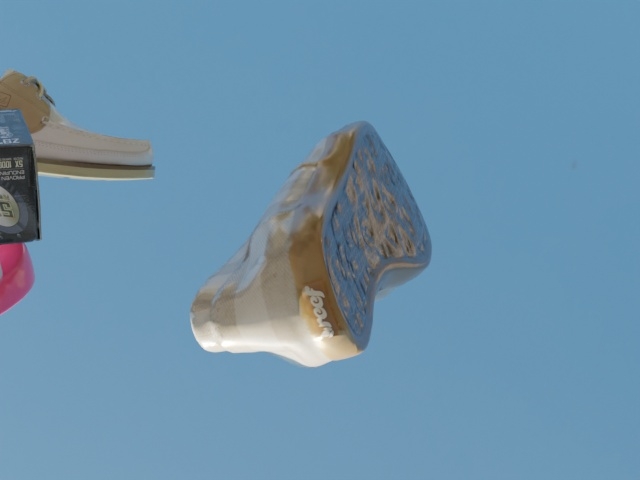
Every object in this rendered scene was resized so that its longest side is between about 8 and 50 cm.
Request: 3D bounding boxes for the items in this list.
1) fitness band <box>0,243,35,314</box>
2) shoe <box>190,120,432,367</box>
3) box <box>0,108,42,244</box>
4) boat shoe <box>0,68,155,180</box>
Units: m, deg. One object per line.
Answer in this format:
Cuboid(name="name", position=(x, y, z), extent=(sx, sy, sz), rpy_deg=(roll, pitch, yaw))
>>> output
Cuboid(name="fitness band", position=(-0.356, 0.047, 1.123), extent=(0.209, 0.054, 0.291), rpy_deg=(7, -156, 45))
Cuboid(name="shoe", position=(0.000, 0.000, 0.631), extent=(0.058, 0.219, 0.076), rpy_deg=(-22, -82, 17))
Cuboid(name="box", position=(-0.312, -0.047, 1.145), extent=(0.180, 0.077, 0.147), rpy_deg=(-5, -164, -15))
Cuboid(name="boat shoe", position=(-0.311, -0.120, 1.498), extent=(0.302, 0.113, 0.103), rpy_deg=(8, -91, -12))
